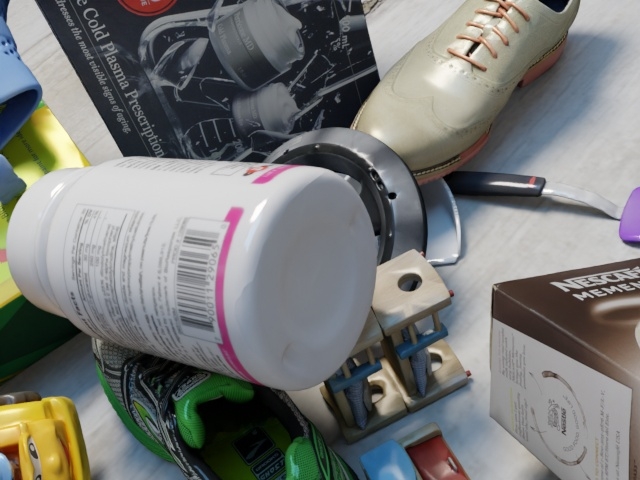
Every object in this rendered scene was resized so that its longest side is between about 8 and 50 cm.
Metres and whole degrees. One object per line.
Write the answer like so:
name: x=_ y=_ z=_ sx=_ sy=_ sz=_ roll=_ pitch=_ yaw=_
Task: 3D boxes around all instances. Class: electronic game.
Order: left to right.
electronic game: x=0.000 y=0.000 z=0.792 sx=0.229 sy=0.048 sz=0.229 roll=-6 pitch=78 yaw=31

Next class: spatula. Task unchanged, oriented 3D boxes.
spatula: x=0.255 y=-0.047 z=0.827 sx=0.296 sy=0.030 sz=0.084 roll=12 pitch=52 yaw=28

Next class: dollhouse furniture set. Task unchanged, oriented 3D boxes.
dollhouse furniture set: x=0.078 y=0.129 z=0.655 sx=0.129 sy=0.129 sz=0.184 roll=-27 pitch=45 yaw=-6

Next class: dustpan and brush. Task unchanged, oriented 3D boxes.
dustpan and brush: x=0.076 y=-0.067 z=0.884 sx=0.147 sy=0.060 sz=0.211 roll=-7 pitch=47 yaw=13

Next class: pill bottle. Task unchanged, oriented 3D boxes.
pill bottle: x=-0.112 y=0.014 z=0.639 sx=0.283 sy=0.160 sz=0.160 roll=8 pitch=51 yaw=36

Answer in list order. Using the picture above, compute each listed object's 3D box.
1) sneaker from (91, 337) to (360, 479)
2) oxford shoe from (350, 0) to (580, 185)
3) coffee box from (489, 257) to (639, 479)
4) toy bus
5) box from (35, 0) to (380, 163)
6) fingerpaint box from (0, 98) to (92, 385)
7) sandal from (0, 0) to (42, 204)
sneaker: x=-0.094 y=0.135 z=0.697 sx=0.343 sy=0.146 sz=0.134 roll=30 pitch=63 yaw=38
oxford shoe: x=0.166 y=-0.209 z=0.882 sx=0.140 sy=0.146 sz=0.397 roll=35 pitch=57 yaw=13
coffee box: x=0.257 y=0.116 z=0.516 sx=0.168 sy=0.119 sz=0.297 roll=-9 pitch=20 yaw=-19
toy bus: x=-0.313 y=0.199 z=0.633 sx=0.220 sy=0.211 sz=0.149 roll=-12 pitch=74 yaw=-7
box: x=-0.122 y=-0.243 z=0.915 sx=0.312 sy=0.343 sz=0.179 roll=-26 pitch=45 yaw=-5
fingerpaint box: x=-0.456 y=-0.042 z=0.875 sx=0.371 sy=0.163 sz=0.445 roll=-35 pitch=70 yaw=-15
sandal: x=-0.332 y=-0.151 z=0.774 sx=0.138 sy=0.126 sz=0.317 roll=6 pitch=76 yaw=1
